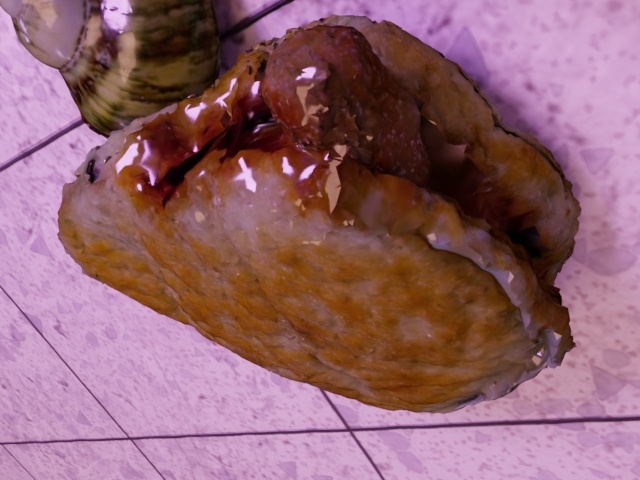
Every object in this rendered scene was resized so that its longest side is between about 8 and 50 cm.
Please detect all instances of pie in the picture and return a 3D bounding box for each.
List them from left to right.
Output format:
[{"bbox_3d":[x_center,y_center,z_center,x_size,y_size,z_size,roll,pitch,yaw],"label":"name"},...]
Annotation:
[{"bbox_3d":[-0.007,0.013,0.603,0.395,0.180,0.418,39,141,-26],"label":"pie"}]

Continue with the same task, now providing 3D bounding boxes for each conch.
[{"bbox_3d":[-0.173,-0.176,0.573,0.182,0.187,0.124,4,179,-14],"label":"conch"}]
